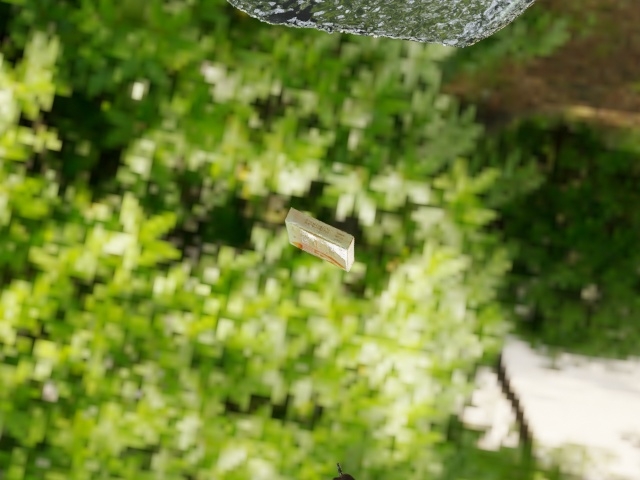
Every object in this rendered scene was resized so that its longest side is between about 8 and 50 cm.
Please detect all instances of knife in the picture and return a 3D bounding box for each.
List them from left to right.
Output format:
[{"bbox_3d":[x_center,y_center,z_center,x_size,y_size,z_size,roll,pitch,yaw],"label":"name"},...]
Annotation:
[{"bbox_3d":[0.028,0.256,1.960,0.028,0.060,0.230,-18,163,-1],"label":"knife"}]

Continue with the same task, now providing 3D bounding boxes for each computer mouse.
[{"bbox_3d":[0.041,-0.230,1.463,0.295,0.087,0.168,9,149,-30],"label":"computer mouse"}]

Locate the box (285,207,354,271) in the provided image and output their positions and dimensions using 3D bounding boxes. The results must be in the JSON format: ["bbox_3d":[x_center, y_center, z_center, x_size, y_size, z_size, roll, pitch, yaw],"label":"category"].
[{"bbox_3d":[0.000,0.000,1.619,0.058,0.015,0.093,27,170,7],"label":"box"}]
